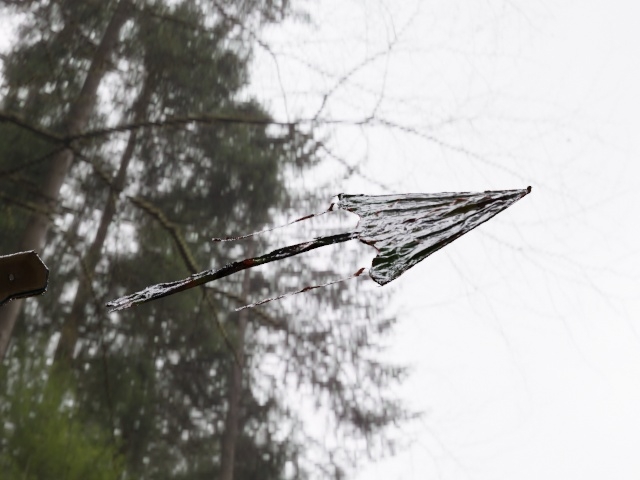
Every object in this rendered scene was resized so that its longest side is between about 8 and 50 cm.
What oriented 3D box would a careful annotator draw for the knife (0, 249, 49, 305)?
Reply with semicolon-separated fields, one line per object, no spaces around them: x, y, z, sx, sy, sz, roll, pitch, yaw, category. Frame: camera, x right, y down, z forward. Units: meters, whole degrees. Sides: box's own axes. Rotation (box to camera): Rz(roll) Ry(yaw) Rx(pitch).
-0.530;0.078;1.626;0.365;0.043;0.089;-14;-69;-32;knife

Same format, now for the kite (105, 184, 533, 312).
0.000;0.000;0.685;0.244;0.198;0.006;-15;-74;-6;kite
